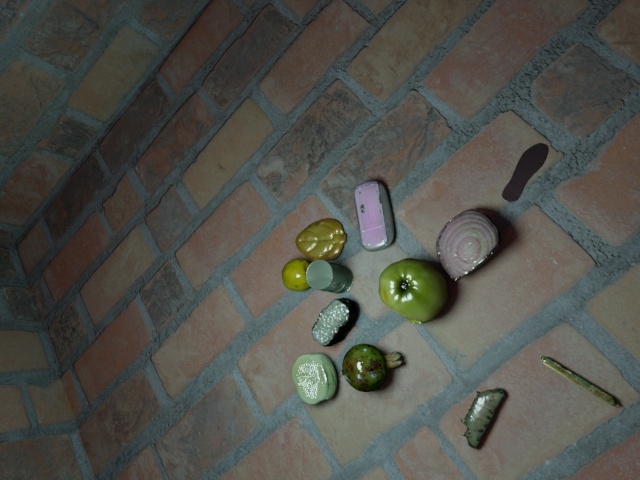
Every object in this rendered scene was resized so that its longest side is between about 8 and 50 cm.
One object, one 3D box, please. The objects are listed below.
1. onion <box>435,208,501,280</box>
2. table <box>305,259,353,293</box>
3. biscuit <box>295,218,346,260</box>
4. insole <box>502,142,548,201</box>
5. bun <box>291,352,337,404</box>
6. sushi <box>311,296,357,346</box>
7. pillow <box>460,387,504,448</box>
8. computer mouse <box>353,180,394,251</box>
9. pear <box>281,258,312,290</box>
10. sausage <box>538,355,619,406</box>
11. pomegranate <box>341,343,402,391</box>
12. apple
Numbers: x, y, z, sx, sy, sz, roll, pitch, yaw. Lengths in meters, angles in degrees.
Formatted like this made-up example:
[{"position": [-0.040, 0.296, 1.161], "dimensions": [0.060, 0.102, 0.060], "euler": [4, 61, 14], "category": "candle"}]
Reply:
[{"position": [0.575, 0.017, 1.782], "dimensions": [0.250, 0.111, 0.248], "euler": [-45, 40, 25], "category": "onion"}, {"position": [0.042, 0.156, 1.966], "dimensions": [0.126, 0.220, 0.127], "euler": [-6, 77, 25], "category": "table"}, {"position": [-0.002, 0.000, 2.123], "dimensions": [0.259, 0.041, 0.203], "euler": [-3, 79, 26], "category": "biscuit"}, {"position": [0.780, -0.261, 1.777], "dimensions": [0.086, 0.005, 0.253], "euler": [35, 97, 30], "category": "insole"}, {"position": [-0.019, 0.582, 1.982], "dimensions": [0.221, 0.108, 0.222], "euler": [-4, 83, 35], "category": "bun"}, {"position": [0.065, 0.345, 1.970], "dimensions": [0.124, 0.127, 0.225], "euler": [40, 107, 27], "category": "sushi"}, {"position": [0.576, 0.629, 1.683], "dimensions": [0.093, 0.051, 0.241], "euler": [28, 95, 24], "category": "pillow"}, {"position": [0.228, -0.104, 2.003], "dimensions": [0.158, 0.071, 0.311], "euler": [-16, 73, 26], "category": "computer mouse"}, {"position": [-0.096, 0.154, 2.084], "dimensions": [0.162, 0.148, 0.149], "euler": [-11, 75, 30], "category": "pear"}, {"position": [0.868, 0.473, 1.568], "dimensions": [0.269, 0.032, 0.033], "euler": [33, 96, 29], "category": "sausage"}, {"position": [0.204, 0.496, 1.839], "dimensions": [0.247, 0.202, 0.202], "euler": [-16, 71, -3], "category": "pomegranate"}, {"position": [0.356, 0.191, 1.784], "dimensions": [0.279, 0.279, 0.279], "euler": [-6, 77, 27], "category": "apple"}]
